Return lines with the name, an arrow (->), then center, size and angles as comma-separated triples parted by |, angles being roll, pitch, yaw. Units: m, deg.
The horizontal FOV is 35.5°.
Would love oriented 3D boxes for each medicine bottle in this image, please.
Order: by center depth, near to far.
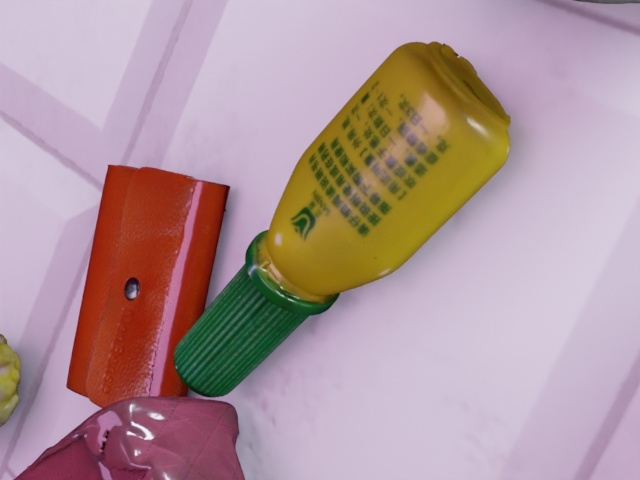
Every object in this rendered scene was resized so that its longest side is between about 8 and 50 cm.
medicine bottle -> 0.000, 0.000, 0.695 | 0.309, 0.076, 0.111 | -46, 57, 24

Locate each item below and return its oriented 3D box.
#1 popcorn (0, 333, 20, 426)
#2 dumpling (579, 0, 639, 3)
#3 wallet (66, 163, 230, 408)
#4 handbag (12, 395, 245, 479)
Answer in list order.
popcorn -> -0.345, 0.136, 0.928 | 0.145, 0.126, 0.126 | 131, 136, -52
dumpling -> 0.171, -0.262, 0.528 | 0.270, 0.212, 0.320 | 39, 95, -1
wallet -> -0.149, 0.042, 0.831 | 0.142, 0.045, 0.204 | 12, 91, 40
handbag -> -0.148, 0.217, 0.739 | 0.225, 0.146, 0.135 | -38, 56, 29
